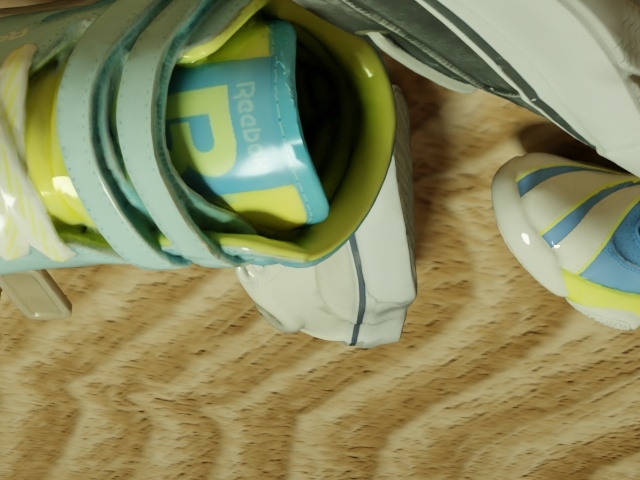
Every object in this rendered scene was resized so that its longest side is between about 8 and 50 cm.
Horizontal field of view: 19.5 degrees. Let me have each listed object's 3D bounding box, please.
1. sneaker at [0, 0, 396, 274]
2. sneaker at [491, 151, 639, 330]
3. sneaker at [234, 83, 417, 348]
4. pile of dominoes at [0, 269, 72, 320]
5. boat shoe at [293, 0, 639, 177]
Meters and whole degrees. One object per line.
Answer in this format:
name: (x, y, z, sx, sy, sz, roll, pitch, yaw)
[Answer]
sneaker: (-0.116, -0.033, 0.666, 0.319, 0.127, 0.208, -19, -166, -30)
sneaker: (0.201, -0.010, 0.917, 0.240, 0.091, 0.126, 20, 133, -33)
sneaker: (0.000, 0.000, 0.925, 0.091, 0.094, 0.258, -1, 158, -1)
pile of dominoes: (-0.261, -0.020, 1.020, 0.196, 0.040, 0.251, -3, 148, 16)
boat shoe: (0.065, -0.112, 0.661, 0.119, 0.121, 0.335, 13, 169, 42)
